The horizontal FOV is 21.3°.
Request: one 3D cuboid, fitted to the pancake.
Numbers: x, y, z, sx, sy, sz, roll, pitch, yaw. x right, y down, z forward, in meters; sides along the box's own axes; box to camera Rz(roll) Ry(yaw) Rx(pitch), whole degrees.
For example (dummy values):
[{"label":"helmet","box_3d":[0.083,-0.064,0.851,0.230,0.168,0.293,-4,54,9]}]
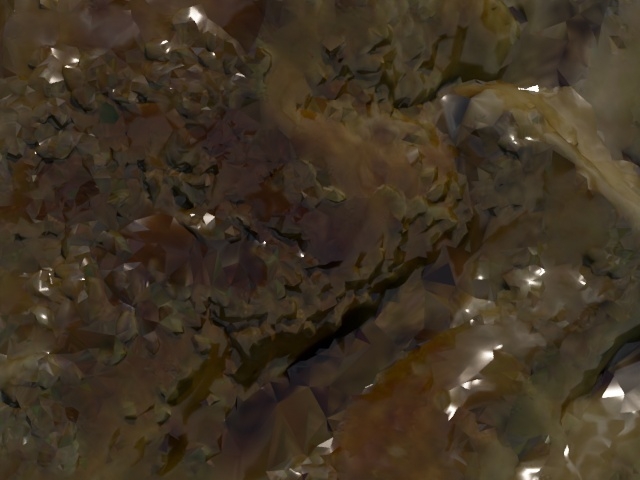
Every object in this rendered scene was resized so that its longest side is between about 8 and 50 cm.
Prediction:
[{"label":"pancake","box_3d":[-0.001,0.000,0.628,0.387,0.387,0.082,-60,14,-11]}]
